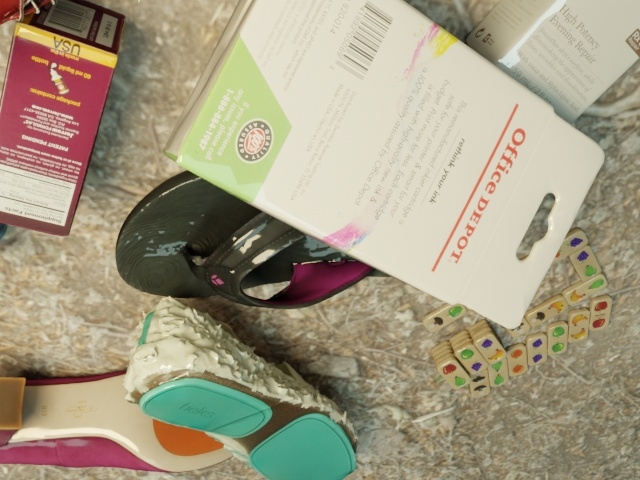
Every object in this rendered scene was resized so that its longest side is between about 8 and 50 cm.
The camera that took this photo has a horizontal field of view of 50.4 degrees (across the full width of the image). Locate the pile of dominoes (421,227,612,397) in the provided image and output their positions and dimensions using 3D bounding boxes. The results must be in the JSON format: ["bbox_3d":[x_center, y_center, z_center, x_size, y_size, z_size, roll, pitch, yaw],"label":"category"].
[{"bbox_3d":[0.274,0.119,0.910,0.251,0.040,0.196,-32,124,13],"label":"pile of dominoes"}]

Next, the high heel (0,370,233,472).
[{"bbox_3d":[-0.287,0.235,0.875,0.377,0.127,0.181,19,148,-27],"label":"high heel"}]

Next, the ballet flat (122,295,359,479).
[{"bbox_3d":[-0.075,0.186,0.827,0.146,0.147,0.409,-30,138,11],"label":"ballet flat"}]

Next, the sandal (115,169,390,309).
[{"bbox_3d":[0.001,-0.002,0.730,0.445,0.107,0.168,-6,126,-6],"label":"sandal"}]

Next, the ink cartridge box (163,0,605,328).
[{"bbox_3d":[0.064,-0.082,0.621,0.353,0.119,0.207,28,90,-21],"label":"ink cartridge box"}]

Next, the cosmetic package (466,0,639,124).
[{"bbox_3d":[0.263,-0.230,0.633,0.117,0.086,0.231,30,116,-28],"label":"cosmetic package"}]

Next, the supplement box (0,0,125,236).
[{"bbox_3d":[-0.239,-0.112,0.610,0.080,0.104,0.188,15,121,-20],"label":"supplement box"}]

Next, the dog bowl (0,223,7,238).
[{"bbox_3d":[-0.396,-0.077,0.578,0.074,0.166,0.297,-38,123,2],"label":"dog bowl"}]

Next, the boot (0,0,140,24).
[{"bbox_3d":[-0.196,-0.186,0.492,0.176,0.245,0.088,20,151,-24],"label":"boot"}]
